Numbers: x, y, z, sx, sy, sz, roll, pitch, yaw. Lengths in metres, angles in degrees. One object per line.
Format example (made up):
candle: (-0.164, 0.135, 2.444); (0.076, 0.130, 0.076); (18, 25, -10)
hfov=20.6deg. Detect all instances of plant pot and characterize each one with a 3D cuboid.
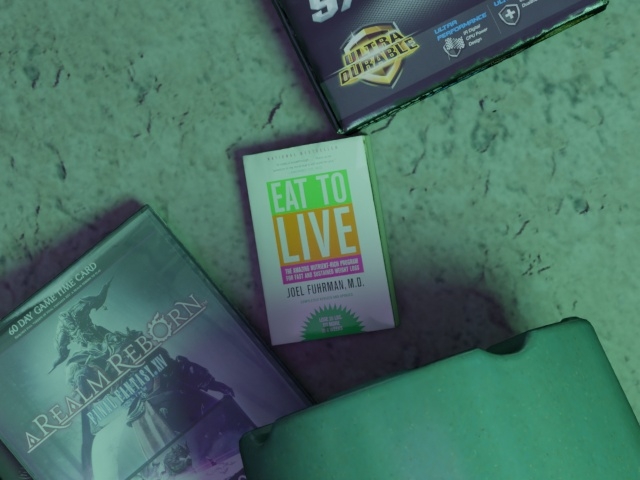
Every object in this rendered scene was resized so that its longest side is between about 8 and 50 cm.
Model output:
plant pot: (0.114, 0.246, 1.166); (0.341, 0.341, 0.334); (-21, 83, 7)

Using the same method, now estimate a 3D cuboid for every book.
book: (0.000, 0.000, 1.314); (0.096, 0.035, 0.144); (-9, 92, 11)

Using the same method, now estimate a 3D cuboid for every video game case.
video game case: (-0.115, 0.138, 1.301); (0.196, 0.026, 0.274); (-40, 88, -12)

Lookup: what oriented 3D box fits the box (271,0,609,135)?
box: (0.075, -0.200, 1.286); (0.220, 0.051, 0.175); (-25, 88, 8)

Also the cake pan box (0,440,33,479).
cake pan box: (-0.306, 0.239, 1.341); (0.267, 0.070, 0.245); (-33, 89, 7)
